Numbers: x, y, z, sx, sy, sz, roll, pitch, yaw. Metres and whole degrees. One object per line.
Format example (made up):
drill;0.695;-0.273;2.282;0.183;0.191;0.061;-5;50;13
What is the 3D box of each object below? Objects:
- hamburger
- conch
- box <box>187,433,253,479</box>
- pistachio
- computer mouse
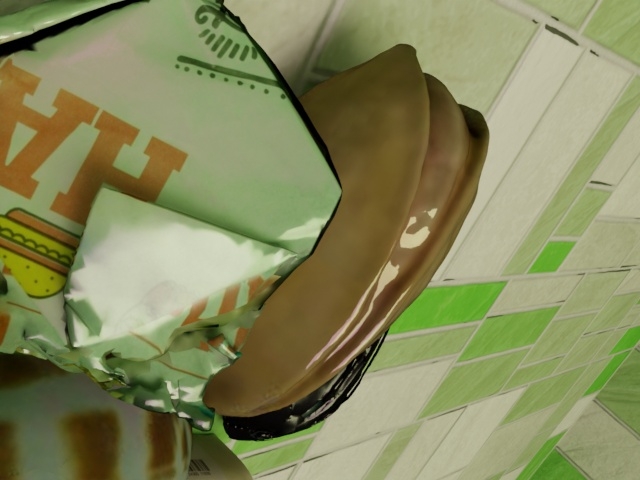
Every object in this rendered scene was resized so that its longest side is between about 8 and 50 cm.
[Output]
hamburger;-0.104;-0.013;0.374;0.214;0.125;0.235;-33;106;-15
conch;-0.220;0.217;0.455;0.250;0.197;0.367;16;103;-27
box;-0.188;0.272;0.672;0.168;0.095;0.212;-53;147;6
pistachio;0.000;0.000;0.511;0.293;0.181;0.162;-48;124;0
computer mouse;-0.004;0.136;0.745;0.241;0.077;0.146;-45;149;-1
